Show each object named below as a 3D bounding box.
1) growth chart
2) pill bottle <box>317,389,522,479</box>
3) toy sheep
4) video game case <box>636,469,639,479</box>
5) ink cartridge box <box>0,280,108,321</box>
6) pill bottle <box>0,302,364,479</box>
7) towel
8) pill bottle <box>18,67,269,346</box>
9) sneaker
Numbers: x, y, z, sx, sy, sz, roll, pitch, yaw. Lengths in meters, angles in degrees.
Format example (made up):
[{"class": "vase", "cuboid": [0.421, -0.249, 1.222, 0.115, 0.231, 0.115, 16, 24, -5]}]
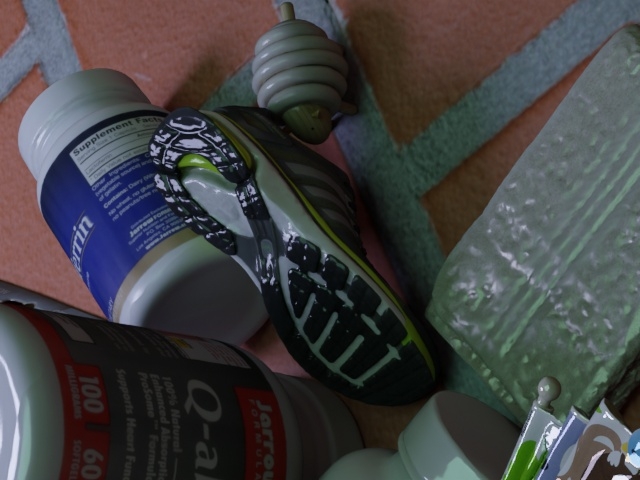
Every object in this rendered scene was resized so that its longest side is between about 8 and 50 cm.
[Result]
[{"class": "growth chart", "cuboid": [0.171, 0.185, 1.148, 0.237, 0.021, 0.172, 47, 125, 57]}, {"class": "pill bottle", "cuboid": [0.035, 0.277, 1.384, 0.334, 0.188, 0.188, -51, 52, 17]}, {"class": "toy sheep", "cuboid": [-0.017, -0.141, 1.591, 0.091, 0.091, 0.132, -32, 62, 33]}, {"class": "video game case", "cuboid": [0.255, 0.233, 1.196, 0.023, 0.193, 0.212, -8, 76, 38]}, {"class": "ink cartridge box", "cuboid": [-0.351, 0.156, 1.772, 0.309, 0.272, 0.130, 17, 123, 43]}, {"class": "pill bottle", "cuboid": [-0.145, 0.170, 1.455, 0.210, 0.363, 0.210, -10, 74, 41]}, {"class": "towel", "cuboid": [0.206, 0.003, 1.389, 0.282, 0.049, 0.187, -54, 53, 18]}, {"class": "pill bottle", "cuboid": [-0.156, -0.025, 1.649, 0.153, 0.153, 0.264, -53, 51, 21]}, {"class": "sneaker", "cuboid": [0.000, 0.000, 1.511, 0.300, 0.121, 0.111, 52, 129, 5]}]
